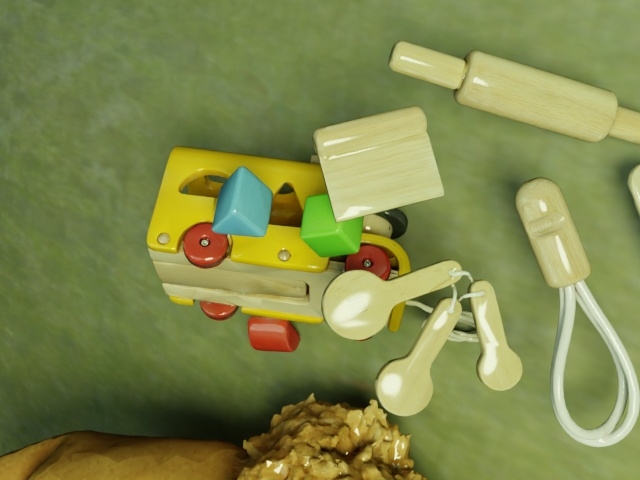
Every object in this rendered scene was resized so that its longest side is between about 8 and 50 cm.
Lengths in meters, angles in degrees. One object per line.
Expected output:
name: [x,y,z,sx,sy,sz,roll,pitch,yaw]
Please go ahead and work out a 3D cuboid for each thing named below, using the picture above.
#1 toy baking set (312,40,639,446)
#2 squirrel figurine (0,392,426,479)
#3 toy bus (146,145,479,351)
toy baking set: [0.113,0.005,0.450,0.256,0.030,0.197,11,89,-7]
squirrel figurine: [-0.073,0.268,0.452,0.397,0.370,0.281,-28,103,8]
toy bus: [-0.012,-0.004,0.557,0.191,0.202,0.104,-17,53,42]
